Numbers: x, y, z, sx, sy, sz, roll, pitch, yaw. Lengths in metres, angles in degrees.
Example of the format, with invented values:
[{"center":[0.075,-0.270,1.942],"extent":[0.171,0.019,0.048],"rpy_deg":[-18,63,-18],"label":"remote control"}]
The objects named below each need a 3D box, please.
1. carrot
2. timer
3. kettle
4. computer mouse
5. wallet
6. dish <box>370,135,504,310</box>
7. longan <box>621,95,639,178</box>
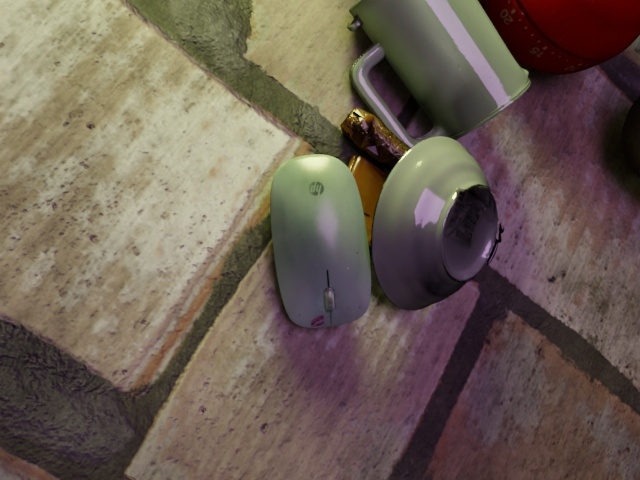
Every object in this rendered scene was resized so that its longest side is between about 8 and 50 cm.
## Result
[{"center":[0.138,-0.156,1.291],"extent":[0.228,0.069,0.069],"rpy_deg":[38,65,-6],"label":"carrot"},{"center":[0.511,-0.542,1.452],"extent":[0.378,0.279,0.378],"rpy_deg":[7,74,-24],"label":"timer"},{"center":[0.206,-0.348,1.303],"extent":[0.265,0.205,0.318],"rpy_deg":[-43,102,-30],"label":"kettle"},{"center":[0.001,-0.002,1.163],"extent":[0.159,0.097,0.288],"rpy_deg":[-6,83,-9],"label":"computer mouse"},{"center":[0.111,-0.044,1.283],"extent":[0.195,0.042,0.161],"rpy_deg":[30,63,-16],"label":"wallet"},{"center":[0.225,-0.019,1.221],"extent":[0.316,0.106,0.316],"rpy_deg":[-16,113,-41],"label":"dish"},{"center":[0.825,-0.232,1.547],"extent":[0.350,0.288,0.288],"rpy_deg":[-9,83,-37],"label":"longan"}]
